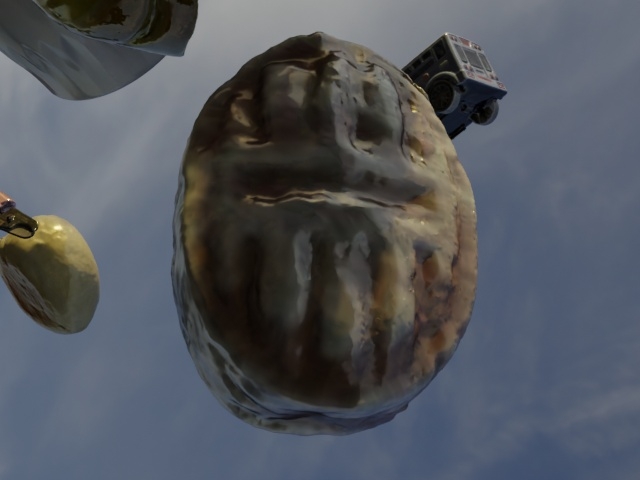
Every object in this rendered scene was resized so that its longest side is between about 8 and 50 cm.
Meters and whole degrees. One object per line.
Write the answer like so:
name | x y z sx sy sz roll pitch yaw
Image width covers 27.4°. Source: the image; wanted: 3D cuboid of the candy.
candy | 0.000 0.000 0.939 0.157 0.214 0.290 113 -20 -61

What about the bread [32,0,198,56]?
bread | -0.111 -0.296 1.064 0.333 0.333 0.160 -62 -160 20

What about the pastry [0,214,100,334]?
pastry | -0.331 0.042 1.622 0.156 0.092 0.156 42 -28 29

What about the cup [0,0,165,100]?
cup | -0.314 -0.350 1.414 0.253 0.371 0.253 -18 -135 19

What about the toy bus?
toy bus | 0.083 -0.111 1.187 0.167 0.073 0.076 -37 -119 31

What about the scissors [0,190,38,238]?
scissors | -0.231 -0.026 0.866 0.113 0.039 0.012 25 -34 24
